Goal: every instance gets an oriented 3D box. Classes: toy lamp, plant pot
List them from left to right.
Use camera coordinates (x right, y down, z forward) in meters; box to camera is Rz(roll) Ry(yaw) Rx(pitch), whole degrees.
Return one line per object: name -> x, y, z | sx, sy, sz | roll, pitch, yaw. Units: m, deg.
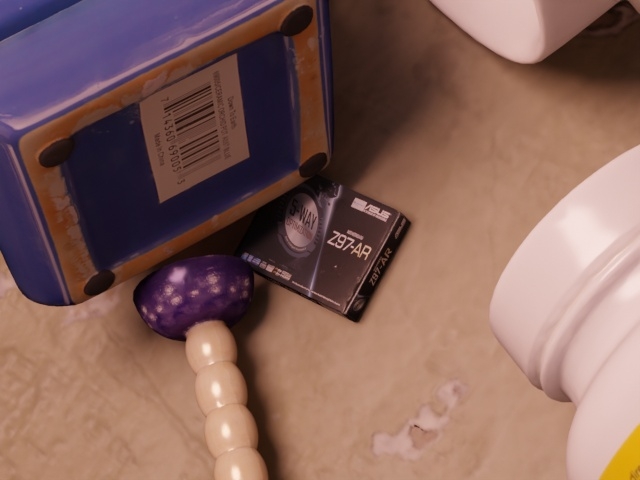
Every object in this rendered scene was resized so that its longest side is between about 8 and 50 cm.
plant pot -> -0.119, -0.117, 0.821 | 0.236, 0.236, 0.212 | -28, 62, -14
toy lamp -> -0.036, 0.141, 0.812 | 0.080, 0.080, 0.274 | -23, 65, 13

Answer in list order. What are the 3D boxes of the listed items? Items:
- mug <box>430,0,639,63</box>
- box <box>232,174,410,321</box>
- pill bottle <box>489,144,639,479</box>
mug -> 0.182, -0.260, 0.786 | 0.328, 0.276, 0.374 | -39, 92, -3
box -> 0.000, 0.000, 0.881 | 0.083, 0.018, 0.067 | 26, 83, 28
pill bottle -> 0.227, 0.112, 0.651 | 0.188, 0.188, 0.334 | -42, 62, 4
